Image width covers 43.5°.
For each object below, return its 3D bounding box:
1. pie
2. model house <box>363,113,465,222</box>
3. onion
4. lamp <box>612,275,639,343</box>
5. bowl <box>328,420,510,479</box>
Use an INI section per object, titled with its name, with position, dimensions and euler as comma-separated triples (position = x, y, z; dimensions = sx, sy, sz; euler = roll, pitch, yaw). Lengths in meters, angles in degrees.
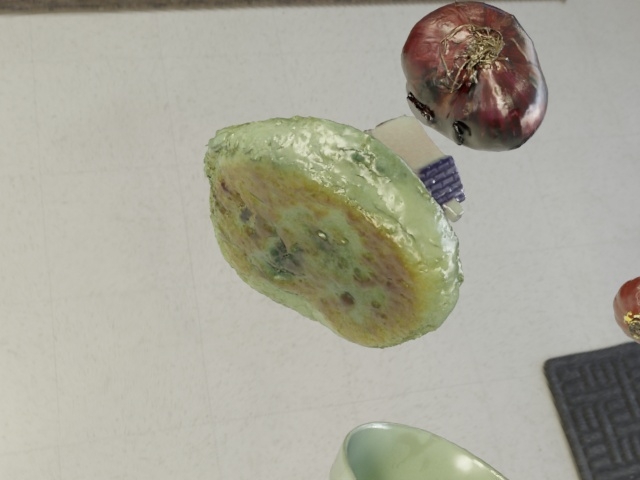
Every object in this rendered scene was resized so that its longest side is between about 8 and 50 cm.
[pie]
position = 0.000, 0.000, 0.500
dimensions = 0.187, 0.187, 0.041
euler = 34, 56, 3
[model house]
position = 0.060, -0.032, 0.662
dimensions = 0.100, 0.088, 0.100
euler = -29, 65, -22
[onion]
position = 0.263, -0.262, 1.327
dimensions = 0.221, 0.281, 0.281
euler = -32, 77, -6
[lamp]
position = 0.435, 0.092, 1.051
dimensions = 0.101, 0.101, 0.090
euler = 41, 52, 6
[bowl]
position = 0.134, 0.380, 1.027
dimensions = 0.307, 0.307, 0.163
euler = 28, 105, 0
